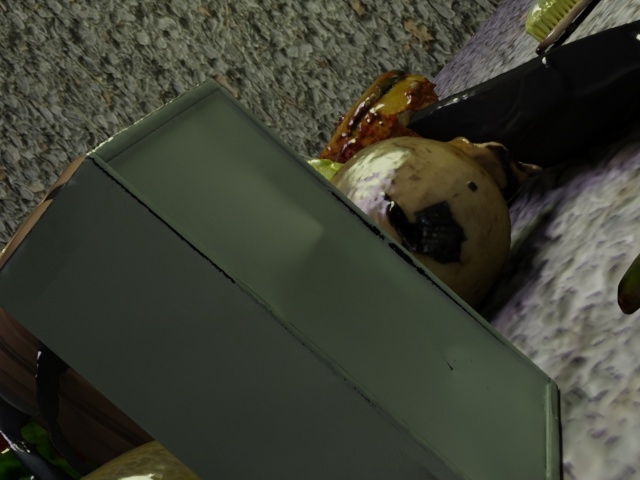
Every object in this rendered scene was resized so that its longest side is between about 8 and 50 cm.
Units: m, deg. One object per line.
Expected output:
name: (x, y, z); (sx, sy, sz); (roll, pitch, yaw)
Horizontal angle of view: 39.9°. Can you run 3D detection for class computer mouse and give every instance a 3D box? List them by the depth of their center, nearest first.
computer mouse: (0.185, -0.107, 0.710); (0.147, 0.088, 0.264); (-24, 1, -26)

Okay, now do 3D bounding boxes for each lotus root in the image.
lotus root: (0.051, 0.016, 0.638); (0.257, 0.140, 0.154); (-55, 0, -14)

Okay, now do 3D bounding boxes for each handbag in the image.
handbag: (-0.130, 0.096, 0.690); (0.149, 0.302, 0.283); (-45, 11, 31)

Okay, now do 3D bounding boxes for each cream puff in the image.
cream puff: (0.103, -0.156, 1.386); (0.240, 0.164, 0.240); (-52, -9, -12)

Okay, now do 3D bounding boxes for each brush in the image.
brush: (0.396, -0.391, 1.247); (0.313, 0.067, 0.072); (-46, 4, -6)

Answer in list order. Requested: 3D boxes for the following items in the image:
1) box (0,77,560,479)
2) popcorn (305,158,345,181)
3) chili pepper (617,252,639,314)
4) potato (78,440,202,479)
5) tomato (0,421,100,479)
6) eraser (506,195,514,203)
box: (-0.008, 0.047, 0.382); (0.086, 0.225, 0.129); (-46, 5, 25)
popcorn: (0.000, 0.000, 1.047); (0.198, 0.198, 0.212); (-46, 39, 21)
chili pepper: (0.245, -0.112, 0.374); (0.368, 0.092, 0.137); (-43, -17, -31)
potato: (-0.107, 0.202, 0.467); (0.174, 0.159, 0.251); (-9, 24, 43)
tomato: (-0.261, 0.269, 0.719); (0.239, 0.303, 0.303); (-64, -4, 31)
eraser: (0.112, -0.006, 0.805); (0.122, 0.045, 0.097); (-50, 6, -17)
